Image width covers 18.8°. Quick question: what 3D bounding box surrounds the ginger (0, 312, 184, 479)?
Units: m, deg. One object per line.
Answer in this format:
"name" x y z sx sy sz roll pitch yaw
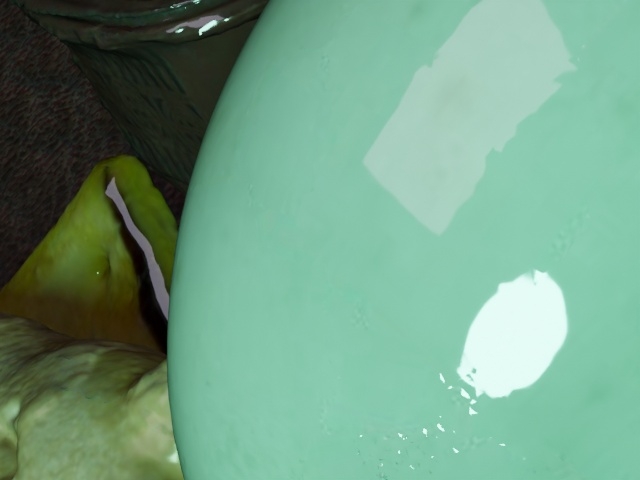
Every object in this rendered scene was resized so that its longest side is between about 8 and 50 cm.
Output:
"ginger" -0.107 0.117 0.853 0.354 0.126 0.190 29 114 53

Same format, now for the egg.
"egg" 0.100 -0.018 0.703 0.389 0.276 0.276 -55 39 -5

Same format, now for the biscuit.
"biscuit" -0.113 0.068 0.999 0.183 0.039 0.174 -42 65 38

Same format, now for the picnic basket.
"picnic basket" 0.014 -0.121 0.908 0.297 0.129 0.222 -31 29 -23
